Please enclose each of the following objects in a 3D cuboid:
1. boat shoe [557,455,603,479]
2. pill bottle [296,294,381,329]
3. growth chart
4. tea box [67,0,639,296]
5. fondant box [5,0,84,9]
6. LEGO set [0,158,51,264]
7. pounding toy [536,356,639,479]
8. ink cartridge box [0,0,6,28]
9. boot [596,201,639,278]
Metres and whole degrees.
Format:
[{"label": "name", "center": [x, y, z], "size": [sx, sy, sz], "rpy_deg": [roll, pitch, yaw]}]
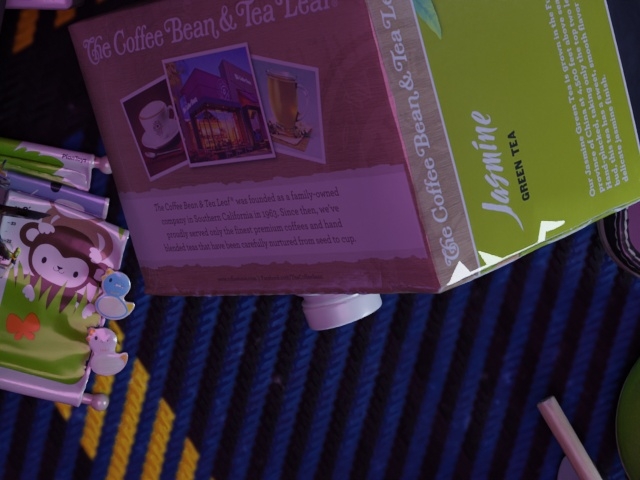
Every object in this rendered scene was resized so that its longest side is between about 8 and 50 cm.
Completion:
[{"label": "boat shoe", "center": [0.242, 0.251, 1.469], "size": [0.040, 0.049, 0.142], "rpy_deg": [-13, 94, -34]}, {"label": "pill bottle", "center": [0.000, 0.000, 1.402], "size": [0.078, 0.078, 0.137], "rpy_deg": [-18, 99, 3]}, {"label": "growth chart", "center": [-0.243, 0.026, 1.434], "size": [0.172, 0.021, 0.237], "rpy_deg": [5, 102, -1]}, {"label": "tea box", "center": [0.057, -0.110, 1.194], "size": [0.323, 0.329, 0.220], "rpy_deg": [-22, 102, -37]}, {"label": "fondant box", "center": [-0.355, -0.308, 1.336], "size": [0.330, 0.096, 0.238], "rpy_deg": [2, 100, -2]}, {"label": "LEGO set", "center": [-0.386, 0.023, 1.378], "size": [0.331, 0.192, 0.255], "rpy_deg": [13, 129, 11]}, {"label": "pounding toy", "center": [0.326, 0.169, 1.395], "size": [0.237, 0.110, 0.183], "rpy_deg": [-24, 97, -9]}, {"label": "ink cartridge box", "center": [-0.395, -0.173, 1.214], "size": [0.309, 0.130, 0.271], "rpy_deg": [9, 83, -2]}, {"label": "boot", "center": [0.340, -0.124, 1.277], "size": [0.138, 0.284, 0.377], "rpy_deg": [28, 98, -5]}]
